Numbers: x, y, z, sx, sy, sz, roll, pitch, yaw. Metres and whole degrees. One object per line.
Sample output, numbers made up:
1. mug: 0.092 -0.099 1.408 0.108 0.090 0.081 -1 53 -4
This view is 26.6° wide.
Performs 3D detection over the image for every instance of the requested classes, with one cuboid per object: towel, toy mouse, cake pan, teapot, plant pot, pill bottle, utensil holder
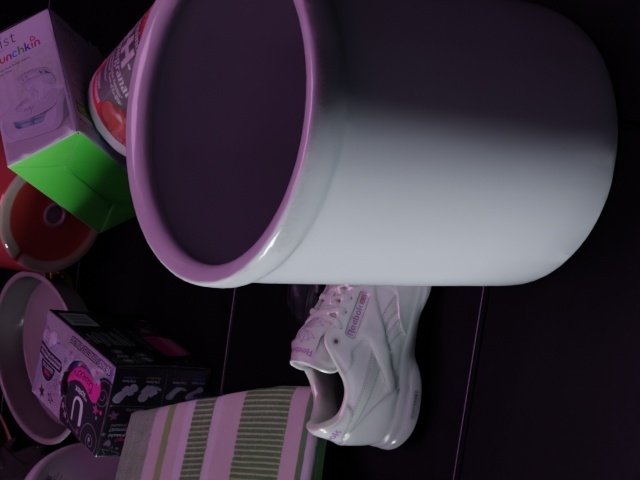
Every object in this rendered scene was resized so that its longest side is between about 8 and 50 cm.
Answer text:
1. towel: -0.134 0.306 1.701 0.324 0.038 0.248 -15 50 32
2. toy mouse: -0.468 0.100 2.345 0.143 0.031 0.161 -61 43 31
3. cake pan: -0.456 0.193 2.265 0.293 0.054 0.293 10 103 48
4. teapot: -0.334 0.433 1.951 0.252 0.256 0.187 54 139 31
5. plant pot: -0.500 -0.068 2.231 0.243 0.275 0.275 19 103 45
6. pill bottle: -0.176 -0.247 1.845 0.318 0.176 0.176 -36 59 47
7. utensil holder: 0.053 -0.108 1.336 0.327 0.385 0.328 -9 79 54

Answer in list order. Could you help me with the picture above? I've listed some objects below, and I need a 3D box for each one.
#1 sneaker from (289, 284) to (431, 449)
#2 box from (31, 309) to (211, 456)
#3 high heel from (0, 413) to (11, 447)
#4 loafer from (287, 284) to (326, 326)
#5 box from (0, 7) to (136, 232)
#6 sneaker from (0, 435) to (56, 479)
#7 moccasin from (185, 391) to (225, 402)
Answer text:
1. sneaker: 0.044 0.084 1.533 0.114 0.152 0.305 -9 78 56
2. box: -0.300 0.209 1.987 0.247 0.163 0.142 27 107 52
3. high heel: -0.567 0.385 2.434 0.244 0.082 0.117 20 94 58
4. loafer: 0.000 0.000 1.663 0.078 0.076 0.223 28 114 44
5. box: -0.365 -0.176 2.021 0.126 0.262 0.231 -25 62 11
6. sneaker: -0.464 0.406 2.250 0.286 0.109 0.130 19 67 37
7. moccasin: -0.171 0.379 1.833 0.137 0.116 0.342 -6 82 54
